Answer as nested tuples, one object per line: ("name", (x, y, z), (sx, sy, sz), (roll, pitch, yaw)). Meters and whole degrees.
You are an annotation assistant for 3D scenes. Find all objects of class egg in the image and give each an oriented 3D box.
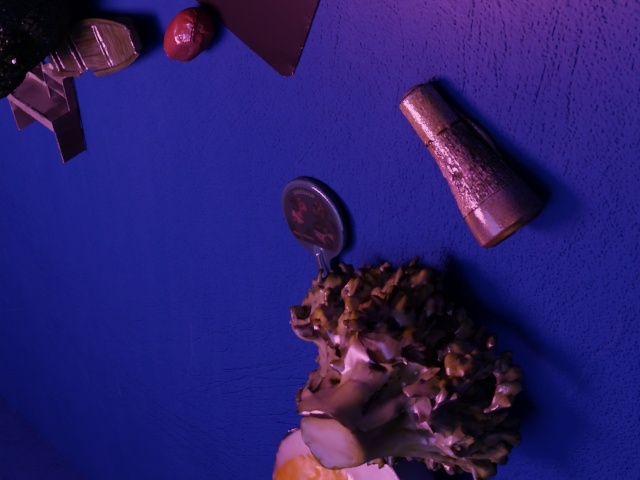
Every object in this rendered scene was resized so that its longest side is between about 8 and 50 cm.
("egg", (0.083, 0.434, 1.484), (0.337, 0.201, 0.336), (8, 102, 39))

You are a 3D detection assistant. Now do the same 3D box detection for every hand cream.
("hand cream", (0.159, -0.091, 1.026), (0.203, 0.084, 0.084), (54, 147, 10))

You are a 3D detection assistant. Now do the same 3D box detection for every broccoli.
("broccoli", (0.105, 0.185, 1.222), (0.324, 0.272, 0.334), (-11, 110, 11))
("broccoli", (-0.526, -0.350, 1.392), (0.275, 0.307, 0.308), (15, 156, -24))

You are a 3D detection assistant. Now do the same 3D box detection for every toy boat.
("toy boat", (-0.350, -0.307, 1.444), (0.293, 0.055, 0.093), (5, 124, 49))

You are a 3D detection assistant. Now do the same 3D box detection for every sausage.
("sausage", (-0.182, -0.281, 1.261), (0.059, 0.054, 0.094), (19, 159, -25))

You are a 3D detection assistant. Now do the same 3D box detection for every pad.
("pad", (-0.112, -0.343, 1.171), (0.267, 0.004, 0.181), (43, 145, 13))

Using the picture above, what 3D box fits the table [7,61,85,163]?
("table", (-0.512, -0.252, 1.687), (0.146, 0.062, 0.175), (33, 145, 27))

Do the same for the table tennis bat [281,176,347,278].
("table tennis bat", (0.000, 0.000, 1.335), (0.124, 0.033, 0.201), (14, 126, 45))
